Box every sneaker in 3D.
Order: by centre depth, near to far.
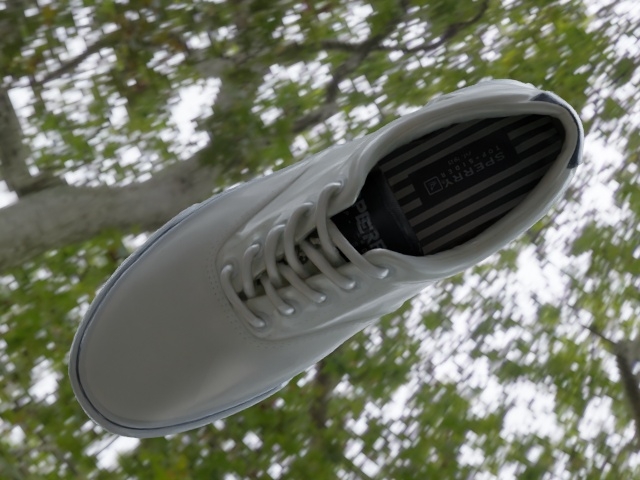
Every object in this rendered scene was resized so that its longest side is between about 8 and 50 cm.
[{"bbox_3d":[0.000,0.000,0.701,0.258,0.091,0.094,-33,-93,-5],"label":"sneaker"}]
